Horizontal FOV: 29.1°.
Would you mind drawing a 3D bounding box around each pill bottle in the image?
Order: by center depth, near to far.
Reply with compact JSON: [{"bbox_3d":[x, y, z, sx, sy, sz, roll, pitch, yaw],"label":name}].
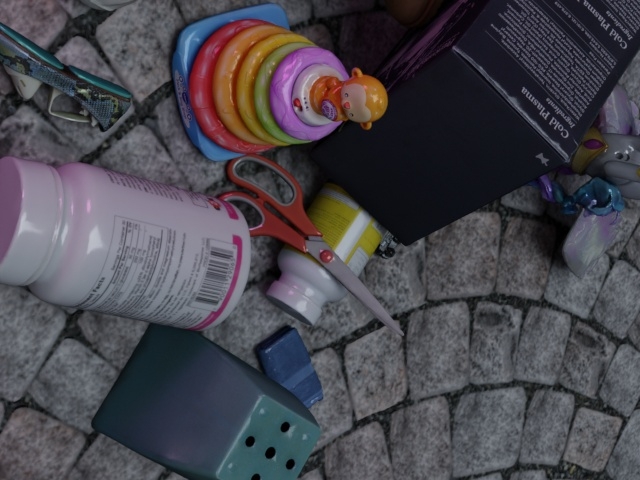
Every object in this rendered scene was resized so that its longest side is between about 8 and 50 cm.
[{"bbox_3d":[-0.234,0.003,1.379,0.283,0.160,0.160,15,91,-36],"label":"pill bottle"},{"bbox_3d":[0.009,0.014,1.588,0.103,0.103,0.184,41,76,-34],"label":"pill bottle"}]

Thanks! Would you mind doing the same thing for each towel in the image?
[{"bbox_3d":[-0.041,0.175,1.634,0.067,0.029,0.119,-33,118,-25],"label":"towel"}]

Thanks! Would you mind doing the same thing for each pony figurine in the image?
[{"bbox_3d":[0.437,-0.103,1.756,0.351,0.364,0.302,22,80,-52],"label":"pony figurine"}]

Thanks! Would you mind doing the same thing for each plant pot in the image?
[{"bbox_3d":[-0.119,0.214,1.461,0.165,0.234,0.165,37,78,-35],"label":"plant pot"}]

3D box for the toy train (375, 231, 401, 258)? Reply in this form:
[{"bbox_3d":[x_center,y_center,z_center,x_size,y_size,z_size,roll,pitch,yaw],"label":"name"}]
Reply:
[{"bbox_3d":[0.120,-0.047,1.702,0.036,0.027,0.158,37,79,-24],"label":"toy train"}]

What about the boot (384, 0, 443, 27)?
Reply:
[{"bbox_3d":[0.025,-0.347,1.390,0.270,0.089,0.236,-8,128,-30],"label":"boot"}]

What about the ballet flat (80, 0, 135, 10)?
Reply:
[{"bbox_3d":[-0.106,-0.375,1.405,0.400,0.139,0.139,-35,118,-24],"label":"ballet flat"}]

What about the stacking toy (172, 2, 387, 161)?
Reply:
[{"bbox_3d":[-0.025,-0.168,1.400,0.166,0.302,0.175,-22,113,-30],"label":"stacking toy"}]

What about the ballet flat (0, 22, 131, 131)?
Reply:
[{"bbox_3d":[-0.296,-0.173,1.360,0.188,0.070,0.070,28,84,-33],"label":"ballet flat"}]

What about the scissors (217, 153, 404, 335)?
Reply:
[{"bbox_3d":[0.000,0.000,1.525,0.297,0.021,0.109,31,81,3],"label":"scissors"}]

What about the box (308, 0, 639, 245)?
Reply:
[{"bbox_3d":[0.200,-0.199,1.469,0.179,0.343,0.312,42,59,-10],"label":"box"}]
